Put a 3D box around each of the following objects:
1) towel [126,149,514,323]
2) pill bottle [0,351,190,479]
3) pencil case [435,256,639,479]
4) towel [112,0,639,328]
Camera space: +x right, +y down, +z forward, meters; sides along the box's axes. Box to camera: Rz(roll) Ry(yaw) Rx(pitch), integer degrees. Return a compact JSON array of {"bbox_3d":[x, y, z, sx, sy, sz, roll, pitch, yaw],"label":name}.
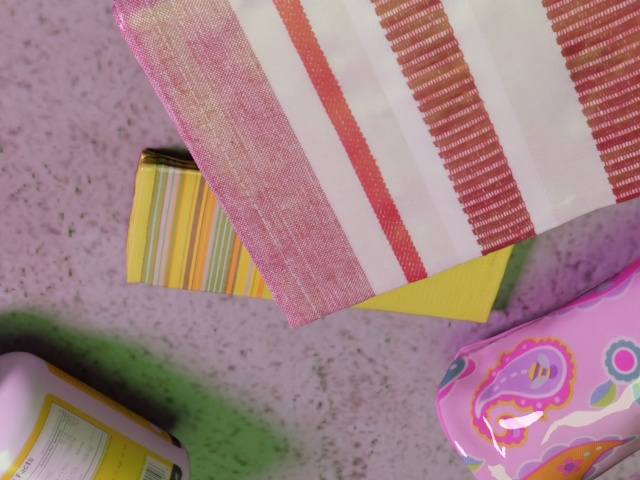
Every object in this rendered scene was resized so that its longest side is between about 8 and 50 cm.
[{"bbox_3d":[0.000,0.000,0.953,0.237,0.021,0.102,7,132,-8],"label":"towel"},{"bbox_3d":[-0.183,0.136,1.002,0.184,0.103,0.103,35,120,-26],"label":"pill bottle"},{"bbox_3d":[0.210,0.060,0.951,0.284,0.124,0.124,-35,123,23],"label":"pencil case"},{"bbox_3d":[0.083,-0.100,0.849,0.329,0.037,0.237,-21,122,9],"label":"towel"}]
